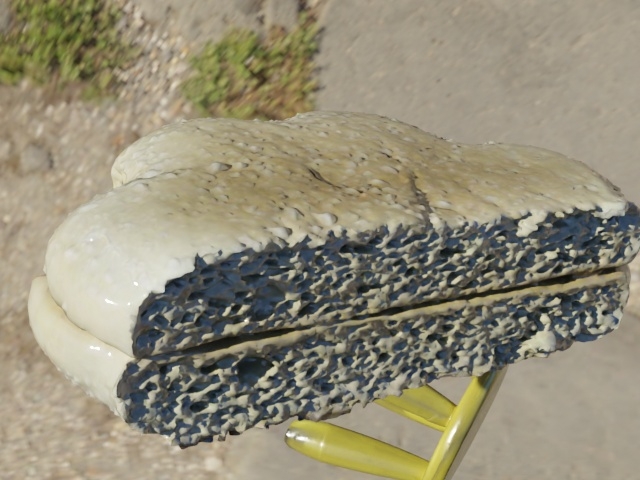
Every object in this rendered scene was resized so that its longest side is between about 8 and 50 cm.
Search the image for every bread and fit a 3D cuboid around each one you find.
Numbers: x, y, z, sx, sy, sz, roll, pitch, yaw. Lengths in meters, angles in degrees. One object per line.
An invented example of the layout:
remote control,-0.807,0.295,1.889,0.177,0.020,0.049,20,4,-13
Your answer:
bread,0.002,-0.004,0.796,0.337,0.183,0.102,-8,124,-34

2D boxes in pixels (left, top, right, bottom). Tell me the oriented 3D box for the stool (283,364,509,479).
stool,0.053,0.101,1.019,0.110,0.135,0.134,29,85,10
